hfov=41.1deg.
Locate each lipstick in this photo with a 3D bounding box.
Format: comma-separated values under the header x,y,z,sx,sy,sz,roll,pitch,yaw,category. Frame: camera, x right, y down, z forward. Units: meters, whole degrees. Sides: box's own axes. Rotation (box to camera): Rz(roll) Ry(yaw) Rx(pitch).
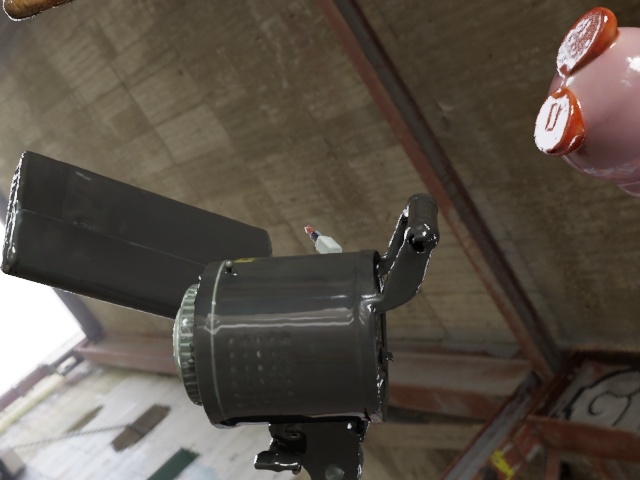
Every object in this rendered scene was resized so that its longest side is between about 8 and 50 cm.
x,y,z,sx,sy,sz,roll,pitch,yaw,category
0.000,0.000,1.437,0.107,0.025,0.025,44,-56,51,lipstick

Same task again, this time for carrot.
x,y,z,sx,sy,sz,roll,pitch,yaw,category
-0.287,-0.293,0.983,0.035,0.165,0.036,158,-90,-85,carrot

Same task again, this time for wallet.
x,y,z,sx,sy,sz,roll,pitch,yaw,category
-0.250,0.012,1.250,0.062,0.406,0.228,-51,-146,34,wallet

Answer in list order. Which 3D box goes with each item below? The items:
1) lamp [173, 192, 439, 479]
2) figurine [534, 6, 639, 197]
x,y,z,sx,sy,sz,roll,pitch,yaw,category
-0.035,0.107,1.014,0.272,0.205,0.374,14,-73,2,lamp
0.330,-0.144,0.925,0.173,0.173,0.173,35,-31,25,figurine
